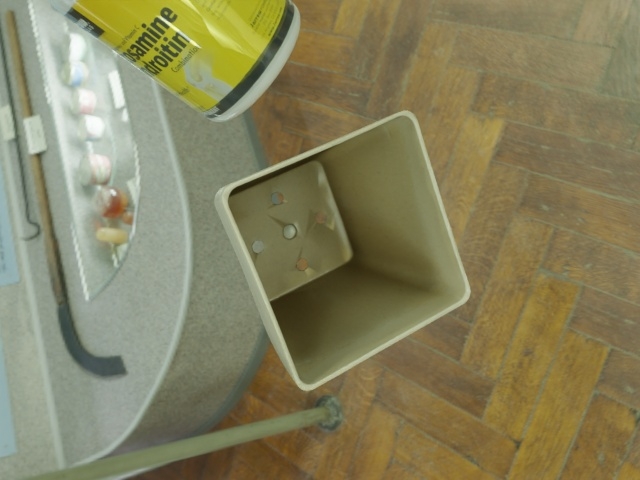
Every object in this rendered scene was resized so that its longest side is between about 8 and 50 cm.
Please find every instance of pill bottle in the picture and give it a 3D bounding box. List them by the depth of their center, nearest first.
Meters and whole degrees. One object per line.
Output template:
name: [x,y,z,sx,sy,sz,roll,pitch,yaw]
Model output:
pill bottle: [-0.110,-0.168,0.421,0.103,0.184,0.103,-36,35,31]

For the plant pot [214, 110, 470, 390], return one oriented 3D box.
plant pot: [0.000,0.000,0.363,0.096,0.109,0.109,13,127,66]
